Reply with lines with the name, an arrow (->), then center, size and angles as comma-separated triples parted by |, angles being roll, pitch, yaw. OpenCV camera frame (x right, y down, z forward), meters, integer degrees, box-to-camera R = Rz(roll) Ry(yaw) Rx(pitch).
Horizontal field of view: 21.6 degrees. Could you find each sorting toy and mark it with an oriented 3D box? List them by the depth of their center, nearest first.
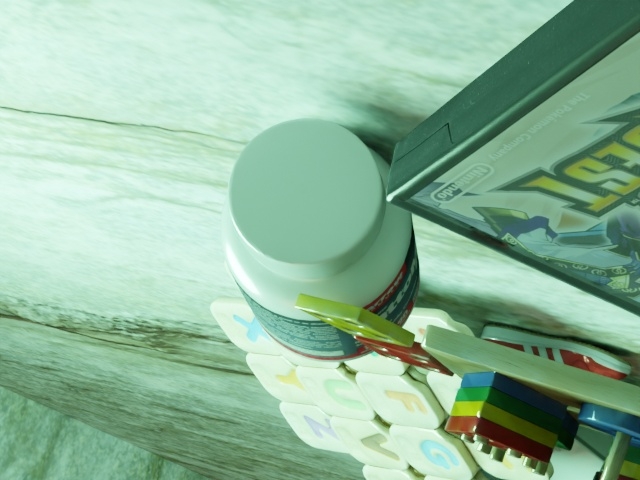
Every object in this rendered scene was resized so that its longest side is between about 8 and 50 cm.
sorting toy -> 0.114, 0.091, 0.838 | 0.274, 0.046, 0.132 | 16, 170, 22

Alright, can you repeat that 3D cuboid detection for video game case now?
video game case -> 0.197, -0.027, 0.574 | 0.248, 0.035, 0.275 | 24, 149, -20

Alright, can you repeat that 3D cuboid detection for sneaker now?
sneaker -> 0.164, 0.104, 1.217 | 0.118, 0.067, 0.042 | 10, 164, 32

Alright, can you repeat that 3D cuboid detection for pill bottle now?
pill bottle -> 0.000, 0.000, 0.946 | 0.108, 0.108, 0.180 | 16, 167, 10

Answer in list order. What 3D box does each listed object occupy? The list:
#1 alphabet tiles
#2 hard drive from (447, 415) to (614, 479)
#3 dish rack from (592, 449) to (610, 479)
alphabet tiles -> 0.038, 0.115, 1.277 | 0.278, 0.021, 0.284 | 2, 133, 47
hard drive -> 0.158, 0.238, 1.367 | 0.203, 0.040, 0.307 | 38, 138, 11
dish rack -> 0.264, 0.151, 0.986 | 0.208, 0.074, 0.271 | 13, -154, 19
